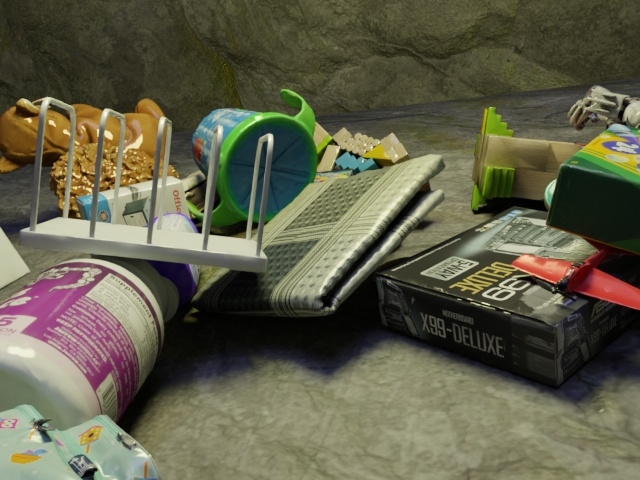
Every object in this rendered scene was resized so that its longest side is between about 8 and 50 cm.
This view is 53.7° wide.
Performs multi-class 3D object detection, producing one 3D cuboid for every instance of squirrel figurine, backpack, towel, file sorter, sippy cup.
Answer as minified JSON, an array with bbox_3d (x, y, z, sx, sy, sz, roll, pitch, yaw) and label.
[{"bbox_3d":[-0.558,-0.201,1.510,0.371,0.281,0.397,15,26,-44],"label":"squirrel figurine"},{"bbox_3d":[-0.180,0.193,0.405,0.189,0.165,0.144,12,26,41],"label":"backpack"},{"bbox_3d":[0.000,0.000,0.912,0.312,0.056,0.324,-8,32,50],"label":"towel"},{"bbox_3d":[-0.205,-0.070,0.812,0.278,0.172,0.193,7,6,-11],"label":"file sorter"},{"bbox_3d":[-0.161,-0.183,1.370,0.306,0.239,0.224,-21,34,-28],"label":"sippy cup"}]

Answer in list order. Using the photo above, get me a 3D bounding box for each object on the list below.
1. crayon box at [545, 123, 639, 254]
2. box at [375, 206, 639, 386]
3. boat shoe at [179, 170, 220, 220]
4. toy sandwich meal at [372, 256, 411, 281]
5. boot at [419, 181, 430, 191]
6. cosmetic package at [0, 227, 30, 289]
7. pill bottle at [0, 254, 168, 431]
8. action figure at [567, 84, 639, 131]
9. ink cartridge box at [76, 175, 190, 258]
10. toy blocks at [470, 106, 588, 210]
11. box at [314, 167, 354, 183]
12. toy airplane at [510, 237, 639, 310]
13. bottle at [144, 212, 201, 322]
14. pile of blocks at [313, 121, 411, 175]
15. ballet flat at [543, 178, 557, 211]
[{"bbox_3d":[0.443,-0.034,0.684,0.323,0.083,0.203,22,33,31],"label":"crayon box"},{"bbox_3d":[0.261,0.048,0.788,0.308,0.076,0.243,-22,23,-36],"label":"box"},{"bbox_3d":[-0.271,-0.125,1.538,0.117,0.096,0.324,-13,14,24],"label":"boat shoe"},{"bbox_3d":[0.118,0.051,0.931,0.086,0.029,0.085,-19,15,5],"label":"toy sandwich meal"},{"bbox_3d":[0.047,-0.047,1.150,0.220,0.109,0.283,-4,28,38],"label":"boot"},{"bbox_3d":[-0.610,0.020,0.945,0.224,0.224,0.138,-26,13,22],"label":"cosmetic package"},{"bbox_3d":[-0.266,0.118,0.670,0.170,0.169,0.301,-7,18,6],"label":"pill bottle"},{"bbox_3d":[0.535,-0.212,1.124,0.185,0.099,0.285,30,17,5],"label":"action figure"},{"bbox_3d":[-0.354,-0.034,1.223,0.191,0.139,0.082,-17,19,-25],"label":"ink cartridge box"},{"bbox_3d":[0.422,-0.132,1.156,0.261,0.190,0.381,8,11,9],"label":"toy blocks"},{"bbox_3d":[-0.040,-0.121,1.499,0.233,0.044,0.159,-5,18,10],"label":"box"},{"bbox_3d":[0.288,0.028,0.672,0.151,0.028,0.151,-3,24,1],"label":"toy airplane"},{"bbox_3d":[-0.237,0.042,0.969,0.092,0.118,0.283,-16,17,-2],"label":"bottle"},{"bbox_3d":[0.084,-0.211,1.668,0.362,0.148,0.113,17,-13,36],"label":"pile of blocks"},{"bbox_3d":[0.442,-0.012,0.875,0.280,0.096,0.095,29,82,48],"label":"ballet flat"}]
